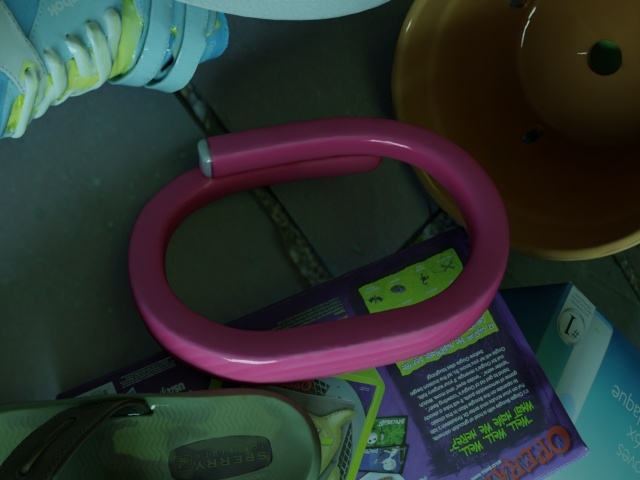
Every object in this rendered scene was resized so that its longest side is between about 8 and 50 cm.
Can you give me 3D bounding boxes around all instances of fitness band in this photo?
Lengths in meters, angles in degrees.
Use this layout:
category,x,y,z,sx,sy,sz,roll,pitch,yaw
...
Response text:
category,x,y,z,sx,sy,sz,roll,pitch,yaw
fitness band,0.000,0.000,0.591,0.290,0.054,0.209,-10,56,-10

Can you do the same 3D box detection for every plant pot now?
category,x,y,z,sx,sy,sz,roll,pitch,yaw
plant pot,0.241,-0.154,0.725,0.203,0.290,0.291,-34,101,-46

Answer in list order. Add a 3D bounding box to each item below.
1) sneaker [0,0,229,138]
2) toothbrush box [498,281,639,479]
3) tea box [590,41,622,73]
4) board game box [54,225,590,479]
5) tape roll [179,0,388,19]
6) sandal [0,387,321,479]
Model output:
category,x,y,z,sx,sy,sz,roll,pitch,yaw
sneaker,-0.163,-0.126,0.522,0.208,0.127,0.319,22,57,-28
toothbrush box,0.196,0.220,0.717,0.216,0.126,0.296,42,66,-18
tea box,0.400,-0.366,0.807,0.219,0.323,0.329,-24,95,-32
board game box,0.007,0.143,0.581,0.346,0.056,0.208,-21,70,-18
tape roll,-0.074,-0.322,0.551,0.391,0.072,0.392,12,56,-18
sandal,-0.141,0.146,0.475,0.302,0.086,0.120,-11,77,-18
